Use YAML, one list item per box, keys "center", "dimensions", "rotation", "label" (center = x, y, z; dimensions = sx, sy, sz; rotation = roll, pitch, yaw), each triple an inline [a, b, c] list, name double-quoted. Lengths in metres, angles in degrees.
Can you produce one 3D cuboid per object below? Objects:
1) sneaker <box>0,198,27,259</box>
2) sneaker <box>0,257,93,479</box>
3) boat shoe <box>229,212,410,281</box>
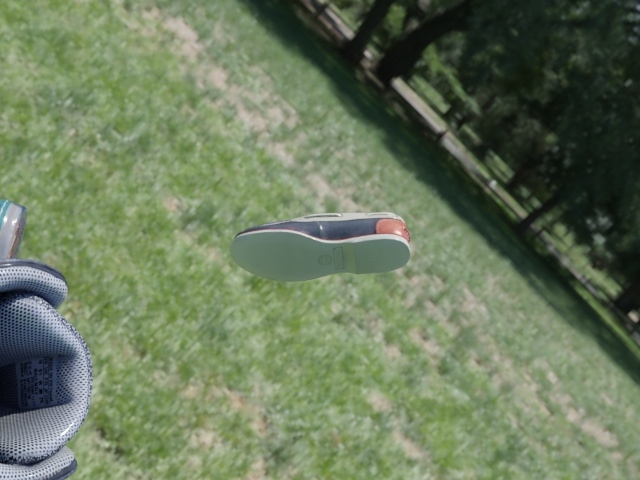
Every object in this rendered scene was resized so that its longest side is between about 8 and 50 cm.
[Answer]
- center: [-0.377, 0.075, 0.949]
  dimensions: [0.121, 0.302, 0.108]
  rotation: [28, 20, -14]
  label: "sneaker"
- center: [-0.159, 0.071, 0.439]
  dimensions: [0.268, 0.153, 0.101]
  rotation: [36, 46, -76]
  label: "sneaker"
- center: [0.000, 0.000, 0.778]
  dimensions: [0.043, 0.137, 0.049]
  rotation: [-94, -178, -50]
  label: "boat shoe"
